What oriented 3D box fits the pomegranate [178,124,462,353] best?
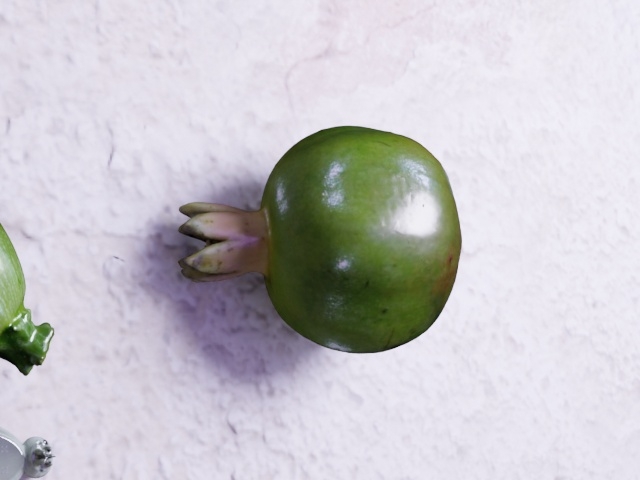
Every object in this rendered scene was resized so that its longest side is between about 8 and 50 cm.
[{"bbox_3d":[0.000,-0.001,1.122,0.225,0.187,0.187,-3,82,-11],"label":"pomegranate"}]

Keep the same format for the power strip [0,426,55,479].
[{"bbox_3d":[-0.227,0.156,1.003,0.083,0.035,0.055,1,80,-33],"label":"power strip"}]

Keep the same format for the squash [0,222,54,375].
[{"bbox_3d":[-0.321,-0.060,0.937,0.395,0.107,0.107,48,58,-17],"label":"squash"}]
